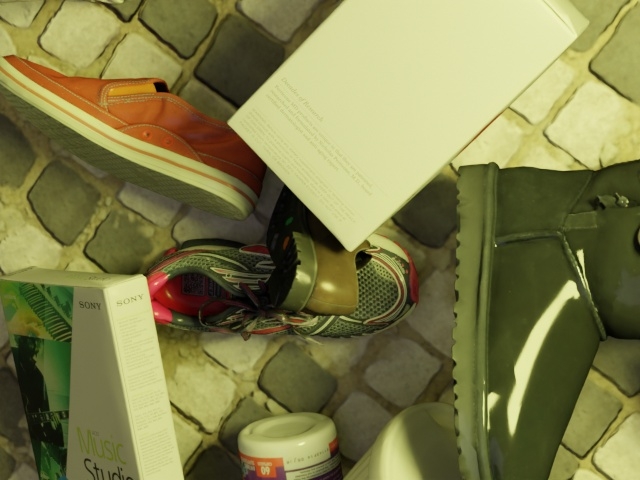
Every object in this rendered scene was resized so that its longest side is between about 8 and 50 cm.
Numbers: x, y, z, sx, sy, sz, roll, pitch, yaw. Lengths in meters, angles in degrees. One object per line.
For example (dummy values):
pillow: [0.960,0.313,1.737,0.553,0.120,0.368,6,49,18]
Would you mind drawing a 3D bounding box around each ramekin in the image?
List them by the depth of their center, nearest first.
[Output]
ramekin: [0.125,0.303,1.345,0.273,0.273,0.127,47,122,1]

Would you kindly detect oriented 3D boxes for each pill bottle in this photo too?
pill bottle: [-0.024,0.292,1.479,0.108,0.108,0.193,-5,100,16]

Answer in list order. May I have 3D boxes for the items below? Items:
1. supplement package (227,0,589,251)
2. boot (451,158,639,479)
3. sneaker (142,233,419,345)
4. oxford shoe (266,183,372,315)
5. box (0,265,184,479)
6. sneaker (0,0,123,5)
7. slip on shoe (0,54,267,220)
supplement package: [0.089,-0.161,1.314,0.175,0.177,0.293,46,110,1]
boot: [0.350,0.079,1.257,0.445,0.146,0.366,-3,72,14]
sneaker: [-0.045,0.059,1.433,0.299,0.112,0.120,-4,101,15]
oxford shoe: [0.000,0.000,1.372,0.096,0.227,0.082,17,128,-17]
box: [-0.244,0.192,1.484,0.232,0.058,0.321,1,103,49]
sneaker: [-0.332,-0.292,1.432,0.292,0.118,0.110,-1,103,17]
slip on shoe: [-0.201,-0.126,1.447,0.331,0.123,0.101,23,75,14]
